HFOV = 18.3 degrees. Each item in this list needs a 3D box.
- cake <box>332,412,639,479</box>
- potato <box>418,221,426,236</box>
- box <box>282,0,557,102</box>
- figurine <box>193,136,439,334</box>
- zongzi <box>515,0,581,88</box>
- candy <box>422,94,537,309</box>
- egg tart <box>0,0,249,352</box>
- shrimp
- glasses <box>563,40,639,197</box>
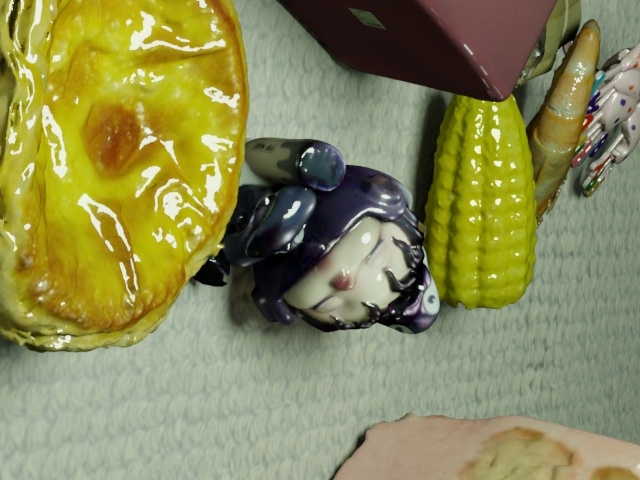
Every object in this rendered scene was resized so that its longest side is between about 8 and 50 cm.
[{"bbox_3d":[0.157,0.331,1.626,0.293,0.307,0.314,-57,141,-39],"label":"cake"},{"bbox_3d":[0.065,-0.002,1.648,0.093,0.036,0.037,25,72,-59],"label":"potato"},{"bbox_3d":[0.063,-0.231,1.449,0.294,0.193,0.167,40,69,-55],"label":"box"},{"bbox_3d":[0.000,0.000,1.474,0.222,0.145,0.145,32,69,-45],"label":"figurine"},{"bbox_3d":[0.188,-0.241,1.728,0.197,0.099,0.194,-29,130,-53],"label":"zongzi"},{"bbox_3d":[0.137,-0.047,1.683,0.106,0.094,0.198,-41,137,-60],"label":"candy"},{"bbox_3d":[-0.152,-0.072,1.200,0.295,0.116,0.294,-14,106,-57],"label":"egg tart"},{"bbox_3d":[0.200,-0.094,1.767,0.133,0.053,0.236,-84,-170,-56],"label":"shrimp"},{"bbox_3d":[0.265,-0.134,1.916,0.162,0.095,0.255,-63,159,-7],"label":"glasses"}]
